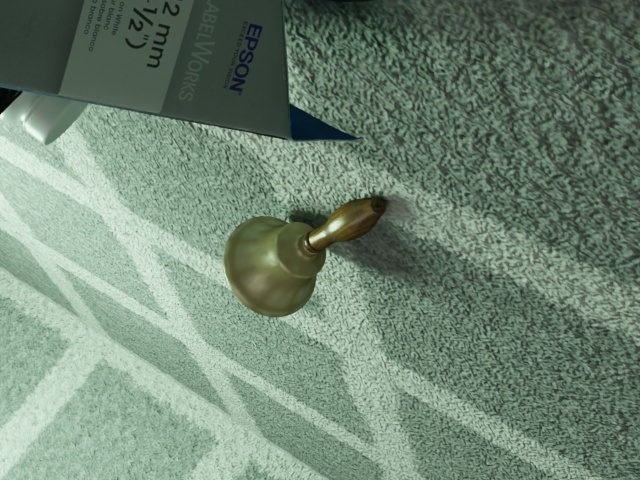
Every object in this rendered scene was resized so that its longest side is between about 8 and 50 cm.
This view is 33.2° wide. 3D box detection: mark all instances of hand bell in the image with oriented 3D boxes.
[{"bbox_3d":[0.000,0.000,1.194,0.126,0.126,0.242,43,148,-13],"label":"hand bell"}]

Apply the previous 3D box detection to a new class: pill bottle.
[{"bbox_3d":[-0.386,-0.219,1.308,0.208,0.119,0.119,40,160,-5],"label":"pill bottle"}]

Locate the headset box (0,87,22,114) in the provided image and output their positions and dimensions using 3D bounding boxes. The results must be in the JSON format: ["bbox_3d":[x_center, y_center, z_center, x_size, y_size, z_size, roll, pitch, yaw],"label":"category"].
[{"bbox_3d":[-0.326,-0.216,1.025,0.131,0.246,0.283,42,159,-9],"label":"headset box"}]

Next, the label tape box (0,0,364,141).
[{"bbox_3d":[-0.154,-0.177,0.797,0.348,0.115,0.249,5,-159,-38],"label":"label tape box"}]
